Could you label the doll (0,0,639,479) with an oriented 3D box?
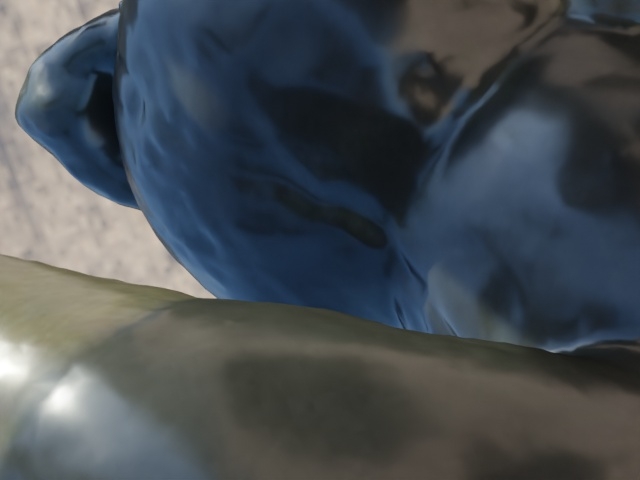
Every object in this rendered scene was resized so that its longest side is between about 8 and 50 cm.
[{"bbox_3d":[0.006,-0.030,0.666,0.382,0.378,0.252,29,116,25],"label":"doll"}]
